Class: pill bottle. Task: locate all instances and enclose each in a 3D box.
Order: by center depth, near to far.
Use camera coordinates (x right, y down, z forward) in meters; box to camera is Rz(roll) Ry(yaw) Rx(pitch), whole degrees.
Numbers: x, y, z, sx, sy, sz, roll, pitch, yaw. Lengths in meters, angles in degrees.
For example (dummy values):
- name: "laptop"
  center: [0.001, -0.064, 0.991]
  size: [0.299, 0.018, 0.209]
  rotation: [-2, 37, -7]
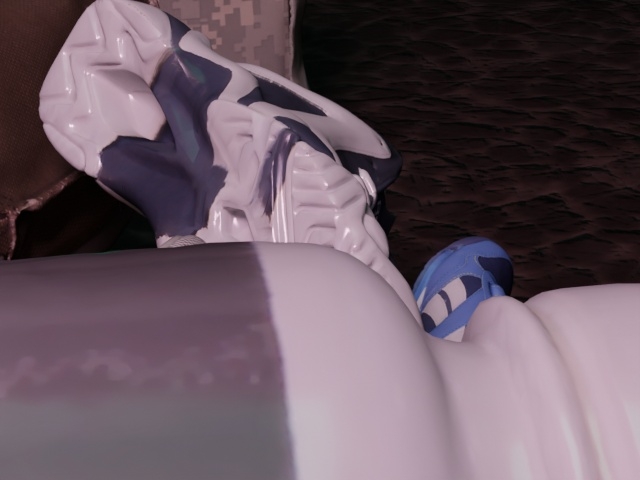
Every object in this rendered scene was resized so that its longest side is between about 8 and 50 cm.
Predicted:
- name: "pill bottle"
  center: [-0.075, 0.105, 0.417]
  size: [0.361, 0.204, 0.204]
  rotation: [-3, 21, -7]

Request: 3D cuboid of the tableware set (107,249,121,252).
- name: "tableware set"
  center: [-0.112, 0.030, 0.848]
  size: [0.128, 0.039, 0.194]
  rotation: [-11, 23, -26]

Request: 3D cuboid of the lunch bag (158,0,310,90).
- name: "lunch bag"
  center: [-0.143, -0.170, 1.095]
  size: [0.287, 0.235, 0.169]
  rotation: [3, 18, 9]

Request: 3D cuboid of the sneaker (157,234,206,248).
- name: "sneaker"
  center: [-0.016, 0.078, 0.581]
  size: [0.331, 0.146, 0.122]
  rotation: [9, 21, 19]

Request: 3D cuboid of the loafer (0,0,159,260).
- name: "loafer"
  center: [-0.161, -0.032, 0.769]
  size: [0.134, 0.130, 0.366]
  rotation: [26, 43, 6]

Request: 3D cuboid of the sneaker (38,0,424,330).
- name: "sneaker"
  center: [0.000, 0.000, 0.748]
  size: [0.153, 0.094, 0.235]
  rotation: [16, 19, -47]

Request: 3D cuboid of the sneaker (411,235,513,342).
- name: "sneaker"
  center: [0.062, 0.046, 0.789]
  size: [0.059, 0.053, 0.144]
  rotation: [4, 30, 22]
